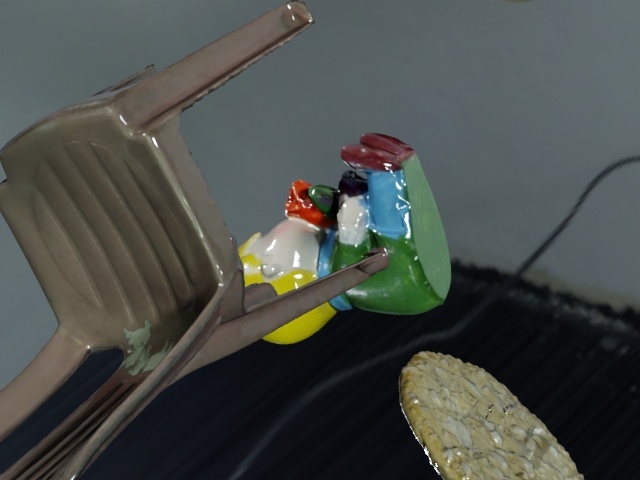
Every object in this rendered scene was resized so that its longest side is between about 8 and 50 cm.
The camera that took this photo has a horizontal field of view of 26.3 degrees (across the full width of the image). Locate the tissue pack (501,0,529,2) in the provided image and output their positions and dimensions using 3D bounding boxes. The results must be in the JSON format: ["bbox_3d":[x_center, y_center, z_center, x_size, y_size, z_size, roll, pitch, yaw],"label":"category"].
[{"bbox_3d":[0.240,-0.513,1.792,0.277,0.267,0.387,26,104,58],"label":"tissue pack"}]

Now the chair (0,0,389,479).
[{"bbox_3d":[-0.124,0.017,0.774,0.175,0.326,0.183,-16,104,42],"label":"chair"}]

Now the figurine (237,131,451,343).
[{"bbox_3d":[-0.007,0.002,1.281,0.234,0.127,0.185,-6,115,30],"label":"figurine"}]

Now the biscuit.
[{"bbox_3d":[0.150,0.178,1.154,0.220,0.220,0.033,45,113,11],"label":"biscuit"}]
